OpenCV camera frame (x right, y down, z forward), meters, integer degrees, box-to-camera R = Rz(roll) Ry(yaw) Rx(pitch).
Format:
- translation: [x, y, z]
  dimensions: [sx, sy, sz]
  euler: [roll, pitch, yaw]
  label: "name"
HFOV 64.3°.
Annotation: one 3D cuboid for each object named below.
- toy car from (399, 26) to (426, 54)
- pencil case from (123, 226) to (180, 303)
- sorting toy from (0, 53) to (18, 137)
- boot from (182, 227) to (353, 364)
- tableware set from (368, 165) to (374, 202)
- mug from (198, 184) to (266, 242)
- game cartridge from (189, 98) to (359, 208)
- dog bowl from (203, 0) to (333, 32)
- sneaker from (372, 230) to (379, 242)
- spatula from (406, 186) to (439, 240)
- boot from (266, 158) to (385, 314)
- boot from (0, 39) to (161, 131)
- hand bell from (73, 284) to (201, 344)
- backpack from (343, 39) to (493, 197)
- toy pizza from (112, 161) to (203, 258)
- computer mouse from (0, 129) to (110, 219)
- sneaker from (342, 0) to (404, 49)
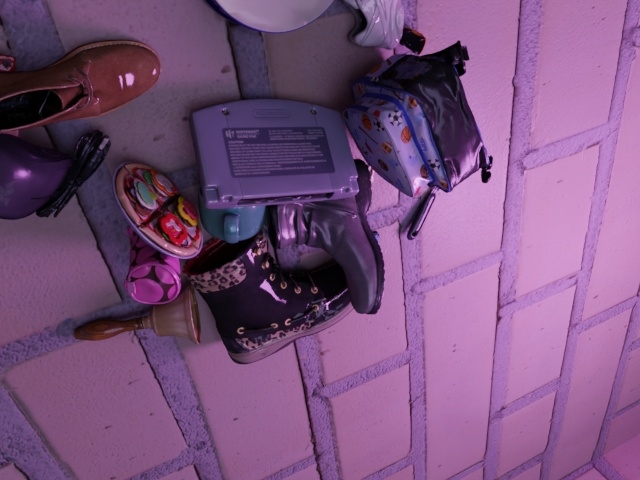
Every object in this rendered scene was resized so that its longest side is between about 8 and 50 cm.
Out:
- translation: [0.193, -0.436, 1.005]
  dimensions: [0.040, 0.060, 0.122]
  euler: [-38, 143, -44]
  label: "toy car"
- translation: [-0.303, 0.028, 0.915]
  dimensions: [0.098, 0.209, 0.095]
  euler: [2, 117, -19]
  label: "pencil case"
- translation: [-0.539, -0.172, 0.782]
  dimensions: [0.132, 0.046, 0.275]
  euler: [1, 114, -27]
  label: "sorting toy"
- translation: [-0.087, 0.081, 1.109]
  dimensions: [0.377, 0.138, 0.284]
  euler: [-28, 126, -4]
  label: "boot"
- translation: [0.072, -0.103, 1.149]
  dimensions: [0.103, 0.024, 0.154]
  euler: [0, 117, -27]
  label: "tableware set"
- translation: [-0.175, -0.052, 0.974]
  dimensions: [0.158, 0.129, 0.098]
  euler: [-48, 152, -47]
  label: "mug"
- translation: [-0.083, -0.165, 0.942]
  dimensions: [0.297, 0.198, 0.062]
  euler: [-6, 160, -25]
  label: "game cartridge"
- translation: [-0.086, -0.474, 0.808]
  dimensions: [0.264, 0.104, 0.265]
  euler: [-13, 122, -21]
  label: "dog bowl"
- translation: [0.101, -0.006, 1.199]
  dimensions: [0.073, 0.063, 0.162]
  euler: [-49, 146, -17]
  label: "sneaker"
- translation: [0.292, -0.129, 1.242]
  dimensions: [0.084, 0.030, 0.297]
  euler: [20, 106, -36]
  label: "spatula"
- translation: [0.000, 0.000, 1.041]
  dimensions: [0.222, 0.118, 0.339]
  euler: [-8, 86, -25]
  label: "boot"
- translation: [-0.368, -0.226, 0.773]
  dimensions: [0.305, 0.115, 0.113]
  euler: [-30, 129, -31]
  label: "boot"
- translation: [-0.377, 0.173, 1.046]
  dimensions: [0.241, 0.126, 0.126]
  euler: [-10, 122, -8]
  label: "hand bell"
- translation: [0.171, -0.227, 0.983]
  dimensions: [0.213, 0.263, 0.277]
  euler: [-28, 122, -3]
  label: "backpack"
- translation: [-0.273, -0.059, 0.890]
  dimensions: [0.032, 0.201, 0.201]
  euler: [-34, 130, 18]
  label: "toy pizza"
- translation: [-0.427, -0.089, 0.763]
  dimensions: [0.072, 0.272, 0.188]
  euler: [41, 100, 4]
  label: "computer mouse"
- translation: [0.096, -0.463, 0.919]
  dimensions: [0.115, 0.090, 0.232]
  euler: [-10, 120, -18]
  label: "sneaker"
